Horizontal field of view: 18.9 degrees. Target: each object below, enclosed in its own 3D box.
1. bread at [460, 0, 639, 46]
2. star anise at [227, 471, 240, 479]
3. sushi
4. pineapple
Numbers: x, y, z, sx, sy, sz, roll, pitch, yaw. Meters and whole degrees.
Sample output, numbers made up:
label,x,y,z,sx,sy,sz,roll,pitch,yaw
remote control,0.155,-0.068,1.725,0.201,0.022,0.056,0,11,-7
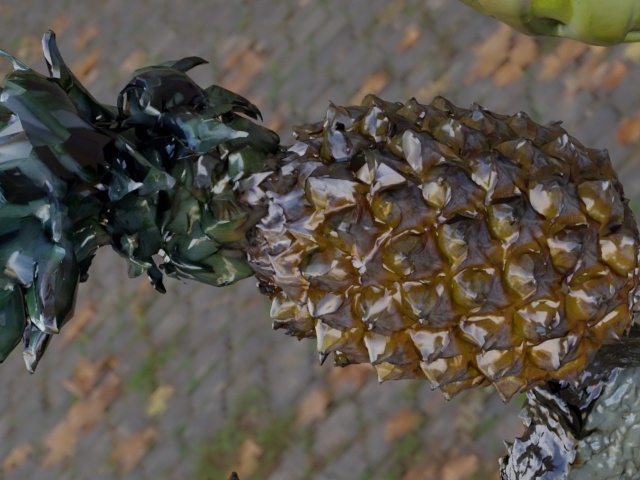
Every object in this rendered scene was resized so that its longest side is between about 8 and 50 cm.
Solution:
label,x,y,z,sx,sy,sz,roll,pitch,yaw
bread,0.187,-0.196,1.281,0.156,0.260,0.158,-86,3,-67
star anise,-0.097,0.215,0.885,0.272,0.102,0.272,-16,23,7
sushi,0.234,0.175,1.734,0.115,0.147,0.212,51,125,50
pineapple,-0.001,0.000,0.527,0.083,0.221,0.103,128,145,-55
